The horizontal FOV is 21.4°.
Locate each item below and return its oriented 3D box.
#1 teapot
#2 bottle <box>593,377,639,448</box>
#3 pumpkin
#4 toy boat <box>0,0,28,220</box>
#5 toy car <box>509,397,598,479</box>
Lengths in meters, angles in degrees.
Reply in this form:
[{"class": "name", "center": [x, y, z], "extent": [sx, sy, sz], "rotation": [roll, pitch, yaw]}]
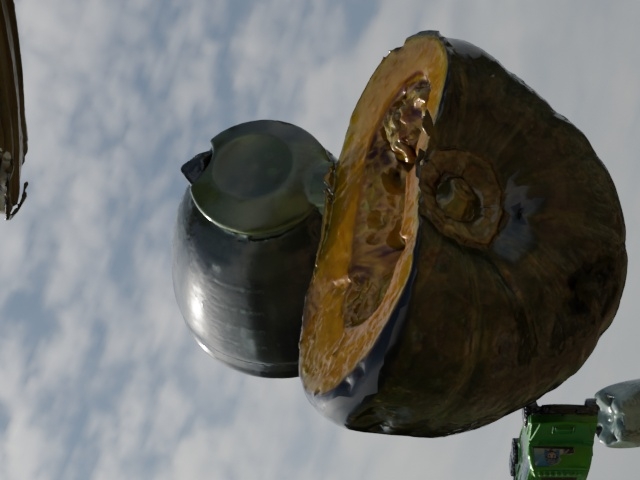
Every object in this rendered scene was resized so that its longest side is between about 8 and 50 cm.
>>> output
[{"class": "teapot", "center": [-0.019, 0.013, 1.763], "extent": [0.239, 0.321, 0.239], "rotation": [-44, -29, -21]}, {"class": "bottle", "center": [0.456, 0.203, 2.104], "extent": [0.269, 0.083, 0.083], "rotation": [-5, -57, -30]}, {"class": "pumpkin", "center": [0.116, 0.021, 1.358], "extent": [0.242, 0.232, 0.325], "rotation": [-22, 48, 57]}, {"class": "toy boat", "center": [-0.367, -0.176, 1.642], "extent": [0.445, 0.136, 0.162], "rotation": [98, -172, -52]}, {"class": "toy car", "center": [0.214, 0.198, 1.551], "extent": [0.165, 0.071, 0.062], "rotation": [89, 179, -59]}]
